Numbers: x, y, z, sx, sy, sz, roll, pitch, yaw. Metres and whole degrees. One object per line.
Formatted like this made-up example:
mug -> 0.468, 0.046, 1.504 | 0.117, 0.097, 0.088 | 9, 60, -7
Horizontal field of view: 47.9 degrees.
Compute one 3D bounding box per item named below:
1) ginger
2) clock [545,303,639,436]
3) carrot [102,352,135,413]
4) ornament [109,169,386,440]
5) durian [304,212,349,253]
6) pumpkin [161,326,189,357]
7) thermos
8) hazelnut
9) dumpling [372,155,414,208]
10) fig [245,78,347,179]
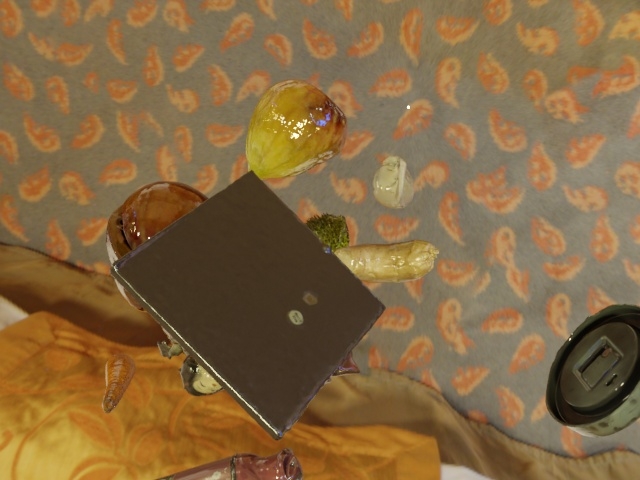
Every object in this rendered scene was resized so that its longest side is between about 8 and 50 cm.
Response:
ginger -> 0.106, 0.036, 1.227 | 0.190, 0.095, 0.069 | -4, 60, 2
clock -> 0.652, 0.295, 1.650 | 0.067, 0.325, 0.325 | 35, 103, -12
carrot -> -0.405, 0.279, 1.431 | 0.061, 0.256, 0.061 | -2, 98, -10
ornament -> -0.079, 0.087, 0.565 | 0.166, 0.153, 0.196 | 45, 135, 3
durian -> -0.008, 0.005, 1.798 | 0.095, 0.220, 0.137 | -7, 88, -22
pumpkin -> -0.117, 0.071, 0.977 | 0.211, 0.152, 0.212 | 1, 87, -15
thermos -> -0.188, 0.419, 1.158 | 0.330, 0.136, 0.110 | -18, 83, 3
hazelnut -> -0.285, 0.020, 1.307 | 0.217, 0.217, 0.251 | 35, 124, 0
dumpling -> 0.190, -0.155, 1.895 | 0.118, 0.199, 0.136 | -4, 102, -11
fig -> -0.078, -0.151, 1.203 | 0.257, 0.159, 0.159 | -42, 93, 12
